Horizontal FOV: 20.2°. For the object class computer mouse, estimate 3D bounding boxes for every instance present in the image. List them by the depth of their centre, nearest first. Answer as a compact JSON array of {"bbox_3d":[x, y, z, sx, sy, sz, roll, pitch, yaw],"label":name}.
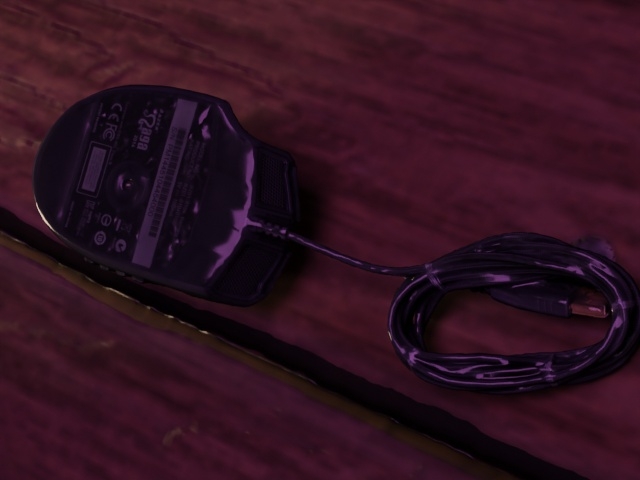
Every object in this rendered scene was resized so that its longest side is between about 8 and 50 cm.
[{"bbox_3d":[0.000,0.000,0.617,0.242,0.041,0.071,19,91,29],"label":"computer mouse"}]
